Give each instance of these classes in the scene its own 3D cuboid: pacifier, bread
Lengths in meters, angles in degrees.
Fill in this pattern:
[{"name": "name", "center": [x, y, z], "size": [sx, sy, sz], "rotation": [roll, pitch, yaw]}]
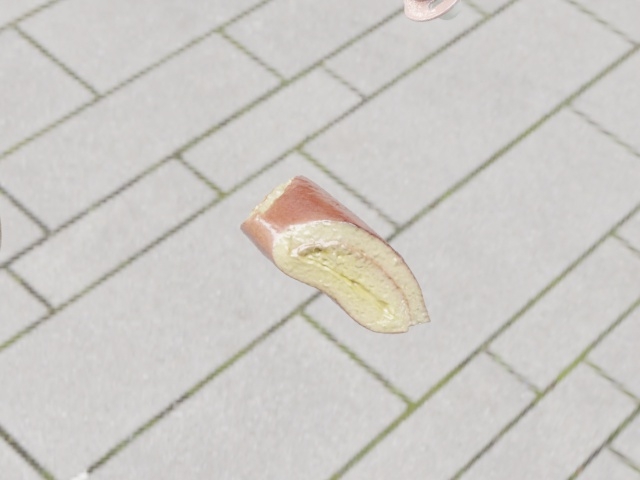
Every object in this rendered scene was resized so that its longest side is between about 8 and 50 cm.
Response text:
[{"name": "pacifier", "center": [0.113, -0.240, 1.326], "size": [0.081, 0.078, 0.099], "rotation": [-34, 47, 11]}, {"name": "bread", "center": [0.001, -0.001, 1.116], "size": [0.119, 0.067, 0.192], "rotation": [28, 11, -48]}]

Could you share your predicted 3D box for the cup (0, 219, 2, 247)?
[{"name": "cup", "center": [-0.370, -0.010, 1.181], "size": [0.177, 0.239, 0.166], "rotation": [-19, 48, 3]}]
